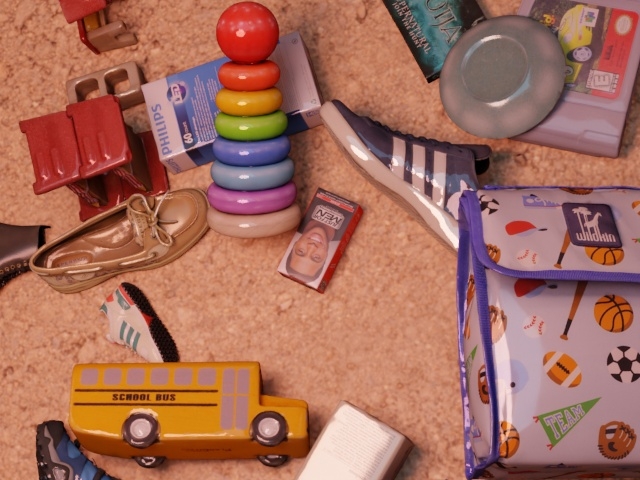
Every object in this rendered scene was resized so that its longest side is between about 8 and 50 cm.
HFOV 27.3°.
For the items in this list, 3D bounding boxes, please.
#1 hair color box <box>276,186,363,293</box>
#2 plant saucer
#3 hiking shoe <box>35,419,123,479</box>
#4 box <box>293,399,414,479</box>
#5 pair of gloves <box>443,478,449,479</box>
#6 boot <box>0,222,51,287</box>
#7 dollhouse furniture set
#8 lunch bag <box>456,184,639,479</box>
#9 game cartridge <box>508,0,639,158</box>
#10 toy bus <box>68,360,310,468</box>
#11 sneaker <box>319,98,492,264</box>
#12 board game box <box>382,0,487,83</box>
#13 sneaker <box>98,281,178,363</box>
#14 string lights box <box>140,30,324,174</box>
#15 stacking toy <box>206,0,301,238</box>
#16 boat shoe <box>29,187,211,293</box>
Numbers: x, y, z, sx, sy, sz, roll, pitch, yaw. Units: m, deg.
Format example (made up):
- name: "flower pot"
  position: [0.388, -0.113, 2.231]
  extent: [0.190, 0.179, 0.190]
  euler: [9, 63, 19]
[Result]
- name: "hair color box"
  position: [0.000, 0.000, 1.951]
  extent: [0.072, 0.043, 0.141]
  euler: [24, 82, 16]
- name: "plant saucer"
  position: [0.258, -0.245, 1.914]
  extent: [0.195, 0.037, 0.195]
  euler: [-8, 72, 24]
- name: "hiking shoe"
  position: [-0.316, 0.384, 1.903]
  extent: [0.132, 0.113, 0.304]
  euler: [-19, 62, -25]
- name: "box"
  position: [0.013, 0.368, 1.826]
  extent: [0.113, 0.094, 0.275]
  euler: [30, 84, 18]
- name: "pair of gloves"
  position: [0.129, 0.415, 1.749]
  extent: [0.198, 0.023, 0.159]
  euler: [-20, 100, -34]
- name: "boot"
  position: [-0.494, 0.061, 2.027]
  extent: [0.137, 0.077, 0.198]
  euler: [1, 77, 7]
- name: "dollhouse furniture set"
  position: [-0.363, -0.237, 2.007]
  extent: [0.152, 0.201, 0.374]
  euler: [-17, 74, 7]
- name: "lunch bag"
  position: [0.347, 0.110, 1.731]
  extent: [0.328, 0.239, 0.385]
  euler: [1, 72, -4]
- name: "game cartridge"
  position: [0.375, -0.277, 1.941]
  extent: [0.196, 0.060, 0.294]
  euler: [12, 78, 19]
- name: "toy bus"
  position: [-0.182, 0.246, 1.870]
  extent: [0.333, 0.108, 0.130]
  euler: [-1, 63, 1]
- name: "sneaker"
  position: [0.158, -0.110, 1.907]
  extent: [0.350, 0.131, 0.148]
  euler: [42, 89, 8]
- name: "board game box"
  position: [0.177, -0.348, 2.013]
  extent: [0.126, 0.026, 0.186]
  euler: [-28, 72, 4]
- name: "sneaker"
  position: [-0.276, 0.145, 1.973]
  extent: [0.075, 0.057, 0.161]
  euler: [-39, 72, 18]
- name: "string lights box"
  position: [-0.131, -0.210, 2.016]
  extent: [0.260, 0.077, 0.133]
  euler: [-18, 72, 7]
- name: "stacking toy"
  position: [-0.104, -0.176, 1.891]
  extent: [0.141, 0.141, 0.330]
  euler: [2, 110, 12]
- name: "boat shoe"
  position: [-0.298, -0.002, 1.990]
  extent: [0.285, 0.089, 0.104]
  euler: [-27, 72, 4]
